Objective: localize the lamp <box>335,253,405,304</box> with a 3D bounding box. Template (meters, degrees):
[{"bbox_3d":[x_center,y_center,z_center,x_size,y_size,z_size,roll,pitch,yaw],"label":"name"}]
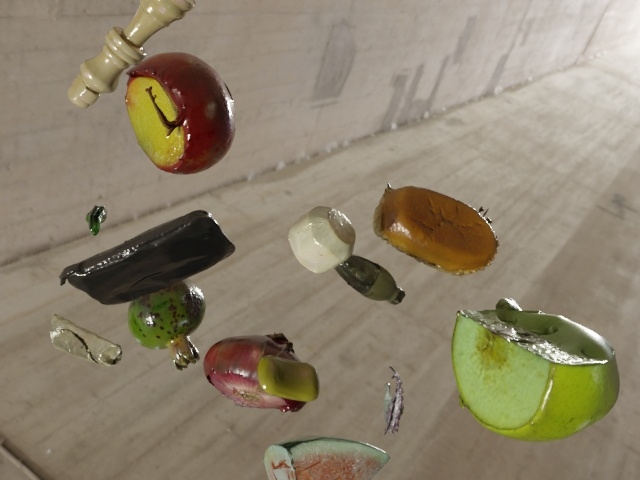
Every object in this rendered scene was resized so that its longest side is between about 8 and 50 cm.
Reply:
[{"bbox_3d":[0.130,0.103,1.924,0.101,0.250,0.101,-50,16,21],"label":"lamp"}]

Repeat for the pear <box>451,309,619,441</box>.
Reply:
[{"bbox_3d":[0.480,0.288,1.475,0.318,0.342,0.238,3,-78,-23],"label":"pear"}]

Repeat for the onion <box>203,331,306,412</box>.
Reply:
[{"bbox_3d":[-0.136,0.293,1.541,0.161,0.248,0.248,-63,-12,-45],"label":"onion"}]

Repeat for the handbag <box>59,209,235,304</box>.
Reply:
[{"bbox_3d":[-0.347,0.042,1.419,0.333,0.074,0.191,-22,-25,2],"label":"handbag"}]

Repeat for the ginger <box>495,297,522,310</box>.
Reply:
[{"bbox_3d":[0.542,0.261,1.734,0.089,0.289,0.137,-33,-9,-28],"label":"ginger"}]

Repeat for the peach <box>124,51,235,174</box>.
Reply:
[{"bbox_3d":[-0.434,-0.417,2.237,0.310,0.405,0.335,-20,-26,-34],"label":"peach"}]

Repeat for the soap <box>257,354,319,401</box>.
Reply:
[{"bbox_3d":[-0.065,0.279,1.401,0.045,0.140,0.088,-53,31,37],"label":"soap"}]

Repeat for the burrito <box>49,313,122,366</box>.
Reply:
[{"bbox_3d":[-0.586,0.254,1.722,0.060,0.226,0.086,-6,-71,-62],"label":"burrito"}]

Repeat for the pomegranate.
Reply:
[{"bbox_3d":[-0.375,0.202,1.733,0.202,0.247,0.202,-30,-15,-9],"label":"pomegranate"}]

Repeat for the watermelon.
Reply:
[{"bbox_3d":[0.009,0.533,1.523,0.213,0.262,0.201,137,137,-57],"label":"watermelon"}]

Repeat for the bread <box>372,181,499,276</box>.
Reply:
[{"bbox_3d":[0.348,-0.023,2.078,0.183,0.389,0.235,134,149,-71],"label":"bread"}]

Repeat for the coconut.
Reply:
[{"bbox_3d":[-0.002,-0.001,1.780,0.162,0.161,0.161,-33,-4,31],"label":"coconut"}]

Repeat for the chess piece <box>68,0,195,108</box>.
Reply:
[{"bbox_3d":[-0.477,-0.473,1.700,0.397,0.117,0.117,-42,-14,17],"label":"chess piece"}]

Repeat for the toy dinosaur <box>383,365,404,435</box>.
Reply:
[{"bbox_3d":[0.143,0.319,1.350,0.082,0.039,0.208,-83,-8,-53],"label":"toy dinosaur"}]

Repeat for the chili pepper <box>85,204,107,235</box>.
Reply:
[{"bbox_3d":[-0.628,-0.064,1.951,0.073,0.050,0.182,-55,18,-2],"label":"chili pepper"}]
